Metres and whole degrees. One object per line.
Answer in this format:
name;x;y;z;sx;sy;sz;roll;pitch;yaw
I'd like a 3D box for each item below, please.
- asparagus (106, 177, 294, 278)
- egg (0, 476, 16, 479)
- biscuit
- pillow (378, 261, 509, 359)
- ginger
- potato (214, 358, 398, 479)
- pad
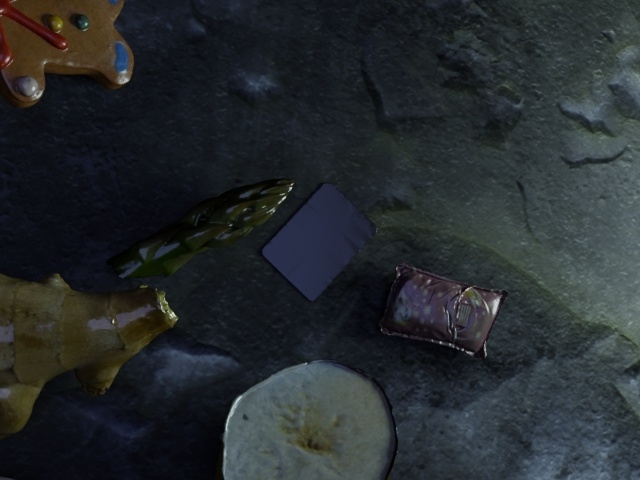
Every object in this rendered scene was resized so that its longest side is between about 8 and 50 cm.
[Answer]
asparagus;-0.162;-0.016;1.310;0.287;0.080;0.080;-31;90;-8
egg;-0.469;0.390;1.116;0.271;0.196;0.196;-41;93;-16
biscuit;-0.401;-0.283;1.241;0.323;0.049;0.206;-9;85;-38
pillow;0.185;0.107;1.395;0.184;0.043;0.118;17;85;-8
ginger;-0.382;0.147;1.190;0.375;0.166;0.236;8;71;-7
potato;-0.026;0.327;1.248;0.246;0.196;0.300;19;50;3
pad;0.000;0.000;1.383;0.112;0.003;0.157;44;75;-5
